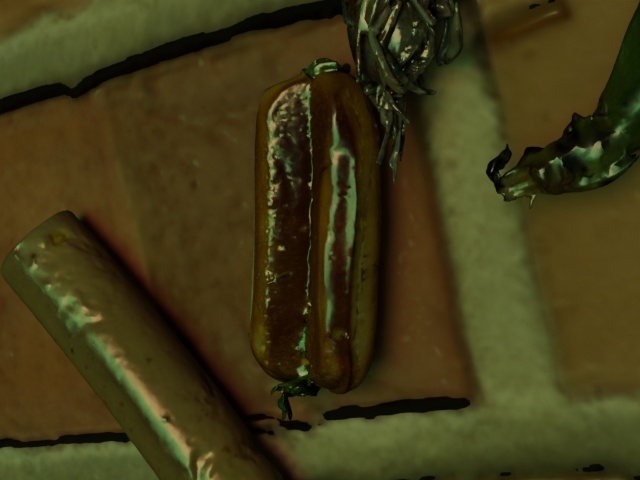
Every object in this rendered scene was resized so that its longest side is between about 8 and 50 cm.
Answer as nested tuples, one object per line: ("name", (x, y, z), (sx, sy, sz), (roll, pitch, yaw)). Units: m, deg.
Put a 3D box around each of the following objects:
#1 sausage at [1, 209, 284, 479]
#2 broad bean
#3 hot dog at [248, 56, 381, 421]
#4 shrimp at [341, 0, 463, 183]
("sausage", (-0.081, 0.113, 0.502), (0.066, 0.066, 0.301), (-44, 82, 24))
("broad bean", (0.119, -0.167, 0.362), (0.144, 0.049, 0.292), (-11, 89, 13))
("hot dog", (0.000, 0.000, 0.449), (0.072, 0.055, 0.188), (8, 103, 26))
("shrimp", (0.040, -0.109, 0.407), (0.065, 0.056, 0.165), (-11, 81, 40))
